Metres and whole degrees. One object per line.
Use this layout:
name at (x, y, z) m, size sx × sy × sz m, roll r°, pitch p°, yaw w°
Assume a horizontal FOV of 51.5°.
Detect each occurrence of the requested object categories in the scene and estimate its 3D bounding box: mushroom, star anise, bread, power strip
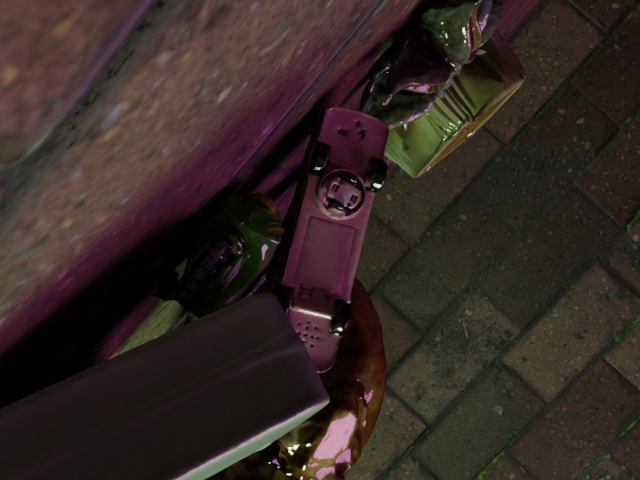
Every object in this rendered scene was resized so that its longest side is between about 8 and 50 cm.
mushroom at (-0.038, 0.145, 0.666) m, size 0.263 × 0.195 × 0.283 m, roll -50°, pitch -159°, yaw 5°
star anise at (0.102, -0.170, 0.590) m, size 0.204 × 0.061 × 0.180 m, roll -49°, pitch 176°, yaw 18°
bread at (0.196, -0.208, 1.028) m, size 0.192 × 0.110 × 0.210 m, roll -40°, pitch 174°, yaw -22°
power strip at (-0.127, 0.165, 0.444) m, size 0.229 × 0.141 × 0.261 m, roll -22°, pitch 165°, yaw -28°

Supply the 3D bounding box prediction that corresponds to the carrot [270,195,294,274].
carrot at (-0.008, -0.023, 0.663) m, size 0.060 × 0.060 × 0.186 m, roll -51°, pitch -170°, yaw 41°

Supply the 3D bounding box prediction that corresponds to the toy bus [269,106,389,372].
toy bus at (0.000, 0.000, 0.530) m, size 0.090 × 0.063 × 0.203 m, roll 160°, pitch -55°, yaw -79°

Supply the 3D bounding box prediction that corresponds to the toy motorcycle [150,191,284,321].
toy motorcycle at (-0.072, 0.016, 0.517) m, size 0.106 × 0.074 × 0.190 m, roll -56°, pitch 179°, yaw -14°
